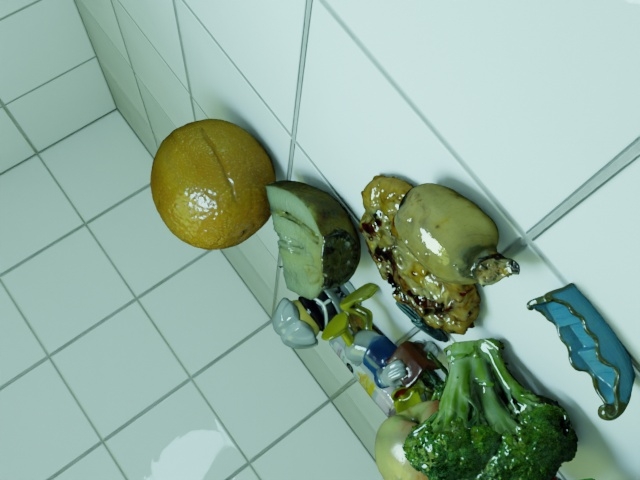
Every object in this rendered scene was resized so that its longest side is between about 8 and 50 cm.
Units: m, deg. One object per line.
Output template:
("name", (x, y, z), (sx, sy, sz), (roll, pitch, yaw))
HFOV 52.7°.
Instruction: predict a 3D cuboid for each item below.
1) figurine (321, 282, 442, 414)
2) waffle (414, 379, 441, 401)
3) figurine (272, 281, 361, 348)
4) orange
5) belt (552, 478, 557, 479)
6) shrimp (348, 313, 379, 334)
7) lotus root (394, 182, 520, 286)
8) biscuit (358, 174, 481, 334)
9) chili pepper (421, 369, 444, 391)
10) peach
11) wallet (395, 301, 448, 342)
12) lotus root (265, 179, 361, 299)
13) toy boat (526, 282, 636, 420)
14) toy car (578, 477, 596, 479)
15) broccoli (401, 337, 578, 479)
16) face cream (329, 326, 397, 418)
("figurine", (0.189, 0.293, 1.519), (0.283, 0.204, 0.338), (-4, 122, 55))
("waffle", (0.307, 0.495, 1.725), (0.317, 0.073, 0.297), (50, 165, 28))
("figurine", (-0.024, 0.186, 1.764), (0.176, 0.236, 0.133), (51, 165, 10))
("orange", (-0.285, -0.154, 1.692), (0.357, 0.322, 0.322), (54, 166, 28))
("belt", (0.389, 0.574, 1.328), (0.115, 0.227, 0.324), (61, 154, -7))
("shrimp", (0.146, 0.279, 1.787), (0.294, 0.062, 0.154), (27, 142, 63))
("lotus root", (0.197, -0.001, 0.953), (0.221, 0.118, 0.125), (46, 178, 33))
("biscuit", (0.167, 0.034, 1.179), (0.289, 0.081, 0.334), (28, 148, 57))
("chili pepper", (0.258, 0.331, 1.598), (0.118, 0.035, 0.056), (21, 126, 58))
("peach", (0.228, 0.462, 1.362), (0.232, 0.232, 0.232), (50, 164, 20))
("wallet", (0.211, 0.172, 1.351), (0.129, 0.026, 0.088), (39, 179, -43))
("lotus root", (0.003, -0.010, 1.470), (0.260, 0.149, 0.267), (14, 118, 62))
("toy boat", (0.349, 0.147, 0.863), (0.185, 0.077, 0.075), (54, 164, 5))
("toy car", (0.411, 0.419, 0.874), (0.358, 0.213, 0.176), (-10, 117, 48))
("broccoli", (0.280, 0.322, 1.151), (0.321, 0.303, 0.284), (130, 135, -72))
("face cream", (0.128, 0.348, 1.714), (0.269, 0.073, 0.107), (48, 159, 30))
